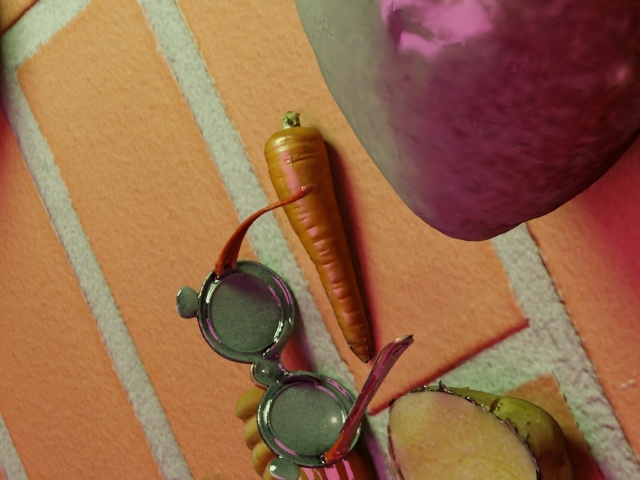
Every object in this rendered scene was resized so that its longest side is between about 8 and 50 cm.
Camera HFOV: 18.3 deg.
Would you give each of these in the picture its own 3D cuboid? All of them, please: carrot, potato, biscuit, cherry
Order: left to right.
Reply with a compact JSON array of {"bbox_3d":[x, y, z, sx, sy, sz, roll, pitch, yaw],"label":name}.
[{"bbox_3d":[-0.004,0.240,2.004,0.144,0.033,0.224,-31,81,45],"label":"biscuit"},{"bbox_3d":[0.000,0.000,1.915,0.061,0.061,0.257,-13,94,46],"label":"carrot"},{"bbox_3d":[0.122,-0.182,1.581,0.326,0.291,0.335,39,143,9],"label":"cherry"},{"bbox_3d":[0.152,0.191,1.806,0.200,0.081,0.164,7,115,46],"label":"potato"}]

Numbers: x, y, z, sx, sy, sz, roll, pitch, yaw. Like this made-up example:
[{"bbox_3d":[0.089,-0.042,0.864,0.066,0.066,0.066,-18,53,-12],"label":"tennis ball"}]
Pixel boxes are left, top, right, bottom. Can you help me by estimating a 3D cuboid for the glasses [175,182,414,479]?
[{"bbox_3d":[-0.031,0.082,1.863,0.234,0.118,0.268,60,161,16],"label":"glasses"}]
